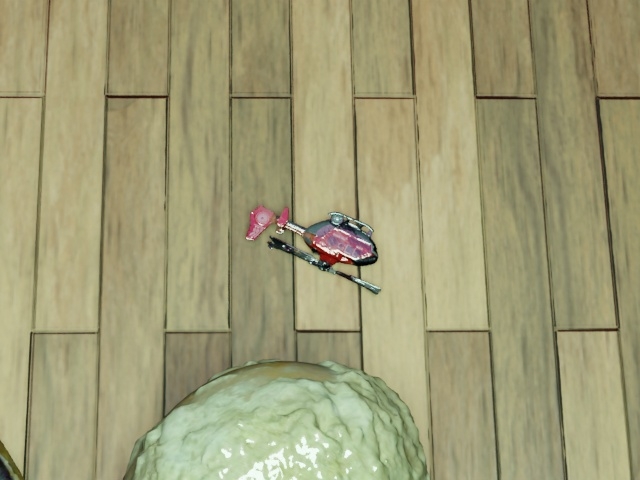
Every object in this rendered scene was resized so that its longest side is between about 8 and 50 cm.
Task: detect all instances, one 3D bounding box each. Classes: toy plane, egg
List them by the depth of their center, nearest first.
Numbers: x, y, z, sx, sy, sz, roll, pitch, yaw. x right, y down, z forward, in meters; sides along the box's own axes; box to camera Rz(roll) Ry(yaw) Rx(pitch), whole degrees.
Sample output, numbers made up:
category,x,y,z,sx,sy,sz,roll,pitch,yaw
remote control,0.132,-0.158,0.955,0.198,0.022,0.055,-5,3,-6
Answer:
category,x,y,z,sx,sy,sz,roll,pitch,yaw
egg,-0.045,0.237,1.351,0.279,0.279,0.310,33,83,10
toy plane,0.000,0.000,1.564,0.145,0.037,0.060,23,79,2

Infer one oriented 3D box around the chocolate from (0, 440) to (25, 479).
category,x,y,z,sx,sy,sz,roll,pitch,yaw
chocolate,-0.240,0.303,1.414,0.102,0.065,0.329,-45,72,19
